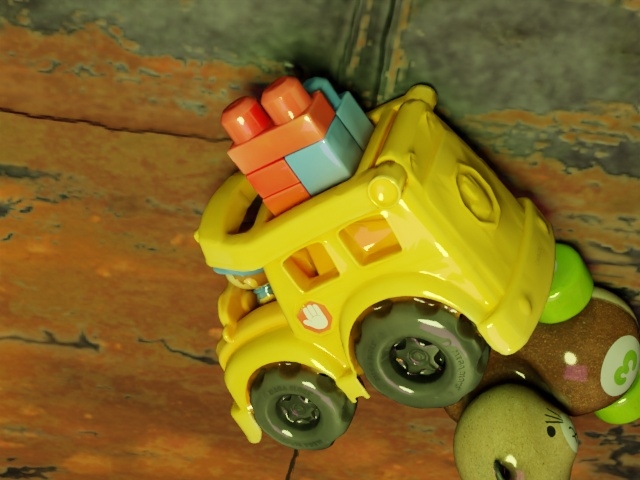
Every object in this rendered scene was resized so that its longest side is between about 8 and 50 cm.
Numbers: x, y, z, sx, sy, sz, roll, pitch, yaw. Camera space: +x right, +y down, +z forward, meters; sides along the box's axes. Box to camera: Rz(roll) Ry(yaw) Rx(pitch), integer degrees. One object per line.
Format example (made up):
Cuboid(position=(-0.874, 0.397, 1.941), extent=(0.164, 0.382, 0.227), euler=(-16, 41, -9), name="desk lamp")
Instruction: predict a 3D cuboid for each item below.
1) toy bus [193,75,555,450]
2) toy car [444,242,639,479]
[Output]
Cuboid(position=(0.000, 0.000, 0.800), extent=(0.220, 0.149, 0.211), euler=(-26, 115, 32), name="toy bus")
Cuboid(position=(0.147, 0.128, 0.874), extent=(0.149, 0.188, 0.155), euler=(-19, 132, 23), name="toy car")
